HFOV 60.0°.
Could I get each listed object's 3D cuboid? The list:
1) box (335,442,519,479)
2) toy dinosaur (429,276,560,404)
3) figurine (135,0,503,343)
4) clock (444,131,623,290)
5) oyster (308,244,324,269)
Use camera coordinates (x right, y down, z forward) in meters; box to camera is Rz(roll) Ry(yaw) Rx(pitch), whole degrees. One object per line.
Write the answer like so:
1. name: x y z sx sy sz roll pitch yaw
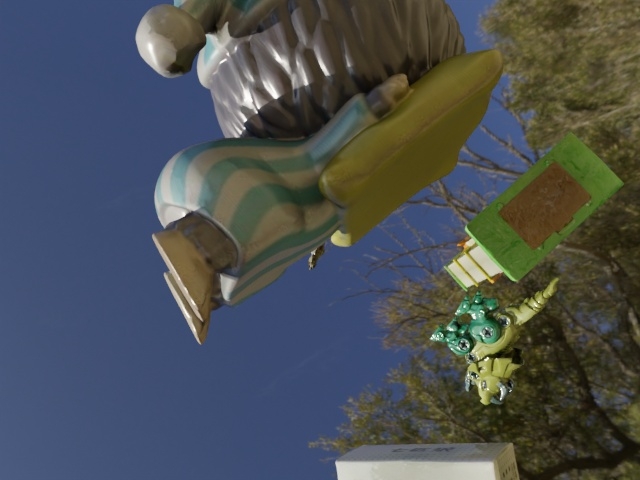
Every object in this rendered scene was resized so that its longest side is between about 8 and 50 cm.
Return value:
1. box: 0.146 0.421 0.661 0.095 0.210 0.330 10 -111 -57
2. toy dinosaur: 0.290 0.143 0.915 0.153 0.259 0.094 38 -151 27
3. figurine: -0.070 -0.162 0.539 0.361 0.266 0.377 -35 -104 -22
4. clock: 0.317 -0.026 0.907 0.220 0.255 0.106 -40 -98 -8
5. oyster: 0.000 -0.002 0.711 0.019 0.054 0.083 19 -140 -11
